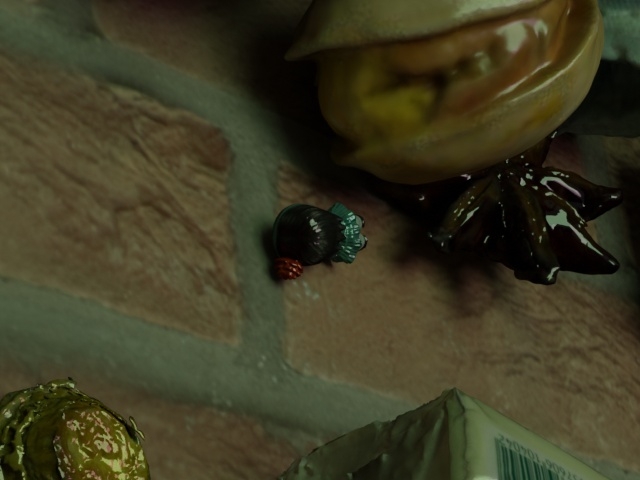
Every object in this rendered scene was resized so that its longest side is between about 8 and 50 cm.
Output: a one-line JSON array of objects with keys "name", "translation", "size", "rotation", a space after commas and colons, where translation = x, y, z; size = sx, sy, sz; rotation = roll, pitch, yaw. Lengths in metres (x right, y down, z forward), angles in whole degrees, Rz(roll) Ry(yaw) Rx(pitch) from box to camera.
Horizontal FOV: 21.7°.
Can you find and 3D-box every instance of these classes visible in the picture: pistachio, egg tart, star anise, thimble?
[{"name": "pistachio", "translation": [0.117, -0.176, 1.417], "size": [0.309, 0.230, 0.230], "rotation": [-33, 91, -28]}, {"name": "egg tart", "translation": [-0.154, 0.143, 1.056], "size": [0.130, 0.052, 0.130], "rotation": [25, 49, -32]}, {"name": "star anise", "translation": [0.149, -0.035, 1.495], "size": [0.272, 0.102, 0.272], "rotation": [14, 38, -12]}, {"name": "thimble", "translation": [0.283, -0.196, 1.625], "size": [0.205, 0.250, 0.172], "rotation": [16, 72, -12]}]

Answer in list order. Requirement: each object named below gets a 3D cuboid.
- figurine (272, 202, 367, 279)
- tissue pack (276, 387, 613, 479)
[{"name": "figurine", "translation": [0.000, 0.000, 1.336], "size": [0.106, 0.047, 0.060], "rotation": [-4, 104, -57]}, {"name": "tissue pack", "translation": [0.156, 0.318, 1.151], "size": [0.380, 0.207, 0.297], "rotation": [34, 42, -29]}]
